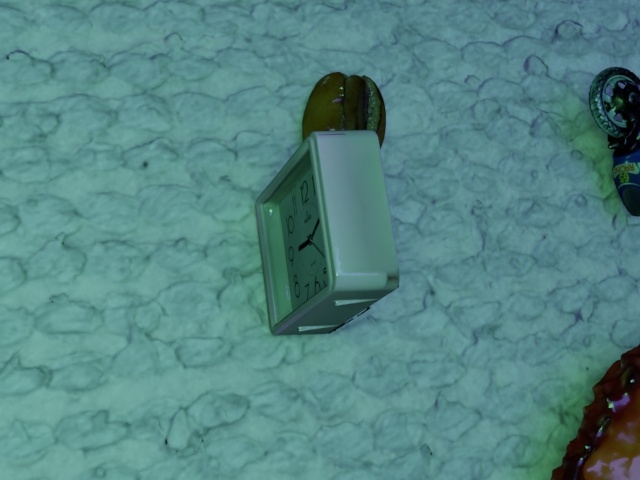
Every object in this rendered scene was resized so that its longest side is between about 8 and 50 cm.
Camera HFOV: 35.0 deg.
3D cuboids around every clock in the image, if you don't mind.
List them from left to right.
[{"bbox_3d":[0.000,0.000,0.944,0.063,0.197,0.150,-2,74,-21],"label":"clock"}]

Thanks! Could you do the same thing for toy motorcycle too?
[{"bbox_3d":[0.438,-0.098,1.207,0.315,0.113,0.169,12,79,-27],"label":"toy motorcycle"}]

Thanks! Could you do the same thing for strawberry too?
[{"bbox_3d":[0.353,0.238,1.046,0.336,0.149,0.265,-30,90,-17],"label":"strawberry"}]

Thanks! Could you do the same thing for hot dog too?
[{"bbox_3d":[0.025,-0.117,1.071,0.089,0.060,0.140,19,70,-10],"label":"hot dog"}]
